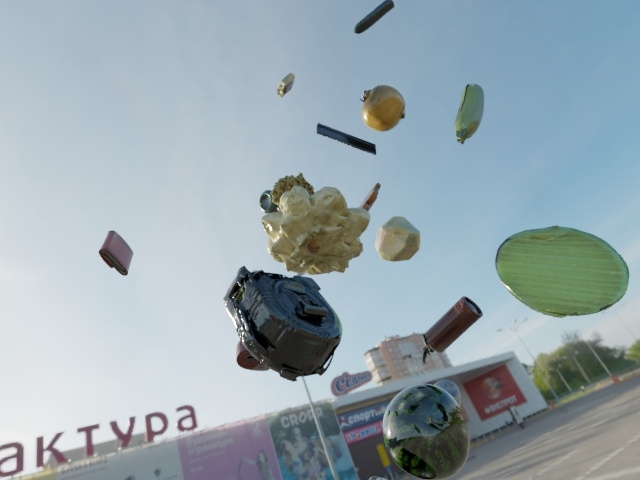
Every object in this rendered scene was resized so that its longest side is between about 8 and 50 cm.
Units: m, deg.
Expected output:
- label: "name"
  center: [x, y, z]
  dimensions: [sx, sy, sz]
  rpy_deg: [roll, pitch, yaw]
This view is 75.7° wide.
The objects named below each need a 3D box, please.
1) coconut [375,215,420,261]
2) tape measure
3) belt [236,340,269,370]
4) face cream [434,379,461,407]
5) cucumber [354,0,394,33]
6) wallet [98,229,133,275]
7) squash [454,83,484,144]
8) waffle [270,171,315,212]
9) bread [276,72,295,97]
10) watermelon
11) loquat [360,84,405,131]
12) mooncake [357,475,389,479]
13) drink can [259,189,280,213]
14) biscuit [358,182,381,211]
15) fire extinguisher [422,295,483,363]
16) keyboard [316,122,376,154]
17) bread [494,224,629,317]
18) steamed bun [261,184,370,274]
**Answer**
- label: "coconut"
  center: [0.385, -0.010, 2.035]
  dimensions: [0.237, 0.237, 0.197]
  rpy_deg: [-41, -14, 28]
- label: "tape measure"
  center: [-0.046, 0.132, 0.686]
  dimensions: [0.199, 0.186, 0.112]
  rpy_deg: [14, -63, -44]
- label: "belt"
  center: [-0.302, 0.533, 1.961]
  dimensions: [0.201, 0.124, 0.128]
  rpy_deg: [10, -70, -17]
- label: "face cream"
  center: [0.476, 0.600, 1.571]
  dimensions: [0.117, 0.117, 0.104]
  rpy_deg: [-14, -56, -15]
- label: "cucumber"
  center: [0.141, -0.602, 1.112]
  dimensions: [0.133, 0.032, 0.032]
  rpy_deg: [-41, -30, -7]
- label: "wallet"
  center: [-0.826, 0.050, 1.674]
  dimensions: [0.045, 0.204, 0.142]
  rpy_deg: [-34, -62, -2]
- label: "squash"
  center: [0.528, -0.439, 1.464]
  dimensions: [0.095, 0.341, 0.094]
  rpy_deg: [16, -34, 11]
- label: "waffle"
  center: [-0.108, -0.186, 1.902]
  dimensions: [0.245, 0.254, 0.052]
  rpy_deg: [-40, 9, -39]
- label: "bread"
  center: [-0.125, -0.571, 1.514]
  dimensions: [0.070, 0.035, 0.083]
  rpy_deg: [-50, -1, -27]
- label: "watermelon"
  center: [0.314, 0.572, 1.244]
  dimensions: [0.269, 0.269, 0.269]
  rpy_deg: [-17, -31, -10]
- label: "loquat"
  center: [0.204, -0.436, 1.365]
  dimensions: [0.163, 0.163, 0.137]
  rpy_deg: [-28, 1, 8]
- label: "mooncake"
  center: [0.149, 0.833, 1.170]
  dimensions: [0.393, 0.246, 0.394]
  rpy_deg: [9, -14, -6]
- label: "drink can"
  center: [-0.201, -0.187, 2.050]
  dimensions: [0.205, 0.118, 0.118]
  rpy_deg: [-2, -35, -50]
- label: "biscuit"
  center: [0.145, -0.101, 1.477]
  dimensions: [0.280, 0.043, 0.183]
  rpy_deg: [-58, 1, -25]
- label: "fire extinguisher"
  center: [0.451, 0.324, 1.473]
  dimensions: [0.105, 0.104, 0.269]
  rpy_deg: [13, -56, -45]
- label: "keyboard"
  center: [0.078, -0.303, 1.242]
  dimensions: [0.196, 0.060, 0.018]
  rpy_deg: [18, -52, -11]
- label: "bread"
  center: [0.596, 0.075, 1.029]
  dimensions: [0.301, 0.301, 0.045]
  rpy_deg: [-21, -48, -4]
- label: "steamed bun"
  center: [0.000, 0.000, 1.095]
  dimensions: [0.292, 0.137, 0.295]
  rpy_deg: [-14, -52, -2]
